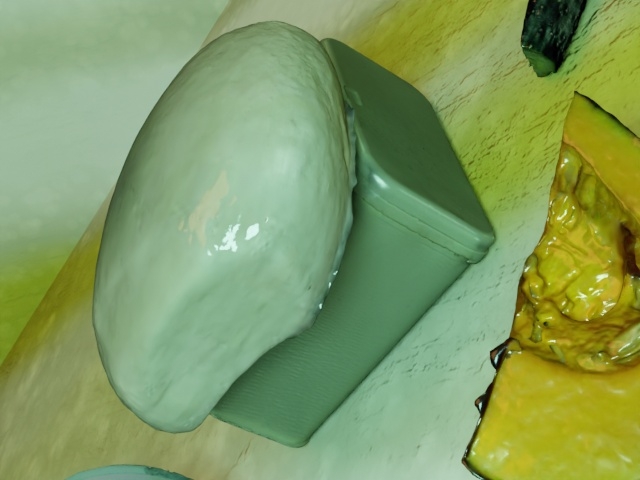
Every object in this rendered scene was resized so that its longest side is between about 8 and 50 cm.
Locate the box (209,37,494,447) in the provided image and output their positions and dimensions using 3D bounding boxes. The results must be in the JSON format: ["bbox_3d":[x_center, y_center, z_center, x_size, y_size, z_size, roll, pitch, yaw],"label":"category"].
[{"bbox_3d":[0.000,0.000,1.173,0.344,0.177,0.352,-54,26,24],"label":"box"}]

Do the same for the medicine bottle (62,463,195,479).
[{"bbox_3d":[-0.205,0.420,1.049,0.245,0.245,0.290,-48,30,27],"label":"medicine bottle"}]

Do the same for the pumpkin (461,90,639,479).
[{"bbox_3d":[0.232,0.059,0.764,0.169,0.148,0.312,13,76,22],"label":"pumpkin"}]

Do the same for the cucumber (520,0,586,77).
[{"bbox_3d":[0.265,-0.274,1.074,0.062,0.078,0.211,5,68,28],"label":"cucumber"}]

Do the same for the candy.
[{"bbox_3d":[-0.110,-0.041,1.017,0.386,0.186,0.427,-48,25,44],"label":"candy"}]
